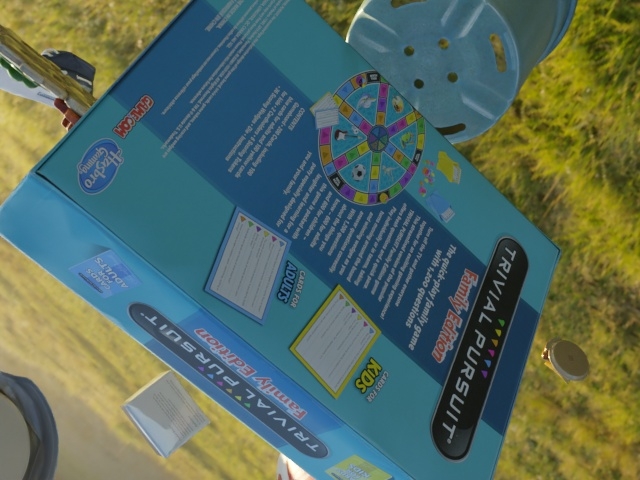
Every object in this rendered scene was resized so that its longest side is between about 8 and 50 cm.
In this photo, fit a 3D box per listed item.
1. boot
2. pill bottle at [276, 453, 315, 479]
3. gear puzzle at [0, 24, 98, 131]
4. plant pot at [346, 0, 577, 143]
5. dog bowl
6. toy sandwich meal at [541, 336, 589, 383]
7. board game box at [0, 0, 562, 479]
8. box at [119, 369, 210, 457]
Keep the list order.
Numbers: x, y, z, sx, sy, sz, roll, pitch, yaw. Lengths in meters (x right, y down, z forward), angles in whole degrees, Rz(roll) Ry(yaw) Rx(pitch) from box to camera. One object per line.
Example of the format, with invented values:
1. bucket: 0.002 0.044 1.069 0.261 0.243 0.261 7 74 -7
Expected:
1. boot: -0.451 -0.274 1.371 0.069 0.086 0.190 -17 152 39
2. pill bottle: 0.073 0.326 0.981 0.407 0.229 0.229 -106 -8 -49
3. gear puzzle: -0.280 -0.151 0.878 0.339 0.044 0.175 39 -177 -26
4. plant pot: 0.204 -0.331 1.315 0.341 0.334 0.341 12 128 16
5. dog bowl: -0.659 0.384 1.544 0.102 0.348 0.348 -9 127 50
6. toy sandwich meal: 0.411 0.203 1.434 0.086 0.085 0.029 36 139 5
7. board game box: 0.000 0.000 0.576 0.336 0.253 0.079 42 140 -15
8. box: -0.238 0.262 1.295 0.101 0.087 0.102 53 159 -2
